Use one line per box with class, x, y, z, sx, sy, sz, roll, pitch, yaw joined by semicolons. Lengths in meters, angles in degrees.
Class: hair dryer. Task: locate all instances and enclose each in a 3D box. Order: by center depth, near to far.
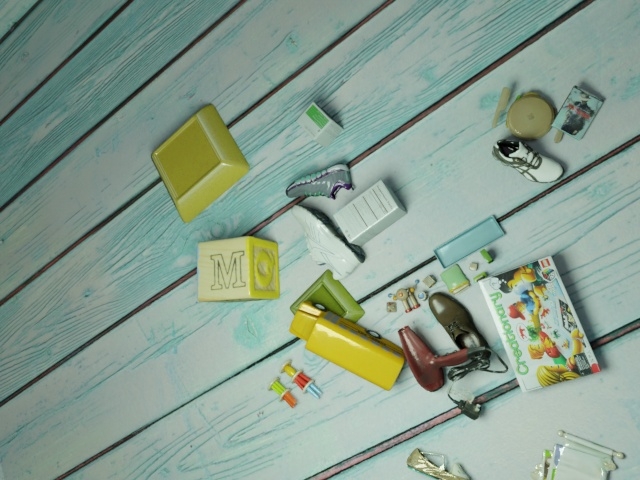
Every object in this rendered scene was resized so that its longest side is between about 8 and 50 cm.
hair dryer;0.334;0.319;1.366;0.293;0.080;0.224;27;118;23

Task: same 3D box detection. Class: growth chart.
growth chart;0.614;0.594;1.262;0.171;0.021;0.237;21;91;26

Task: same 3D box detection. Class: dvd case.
dvd case;0.681;-0.339;1.357;0.087;0.013;0.119;30;94;4

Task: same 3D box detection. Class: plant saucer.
plant saucer;0.416;0.007;1.440;0.192;0.018;0.067;-33;71;18
plant saucer;0.009;0.216;1.579;0.188;0.045;0.188;-46;67;12
plant saucer;-0.463;-0.288;1.849;0.332;0.081;0.333;-37;70;15

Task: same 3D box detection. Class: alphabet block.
alphabet block;-0.261;0.098;1.641;0.197;0.192;0.194;-7;81;25

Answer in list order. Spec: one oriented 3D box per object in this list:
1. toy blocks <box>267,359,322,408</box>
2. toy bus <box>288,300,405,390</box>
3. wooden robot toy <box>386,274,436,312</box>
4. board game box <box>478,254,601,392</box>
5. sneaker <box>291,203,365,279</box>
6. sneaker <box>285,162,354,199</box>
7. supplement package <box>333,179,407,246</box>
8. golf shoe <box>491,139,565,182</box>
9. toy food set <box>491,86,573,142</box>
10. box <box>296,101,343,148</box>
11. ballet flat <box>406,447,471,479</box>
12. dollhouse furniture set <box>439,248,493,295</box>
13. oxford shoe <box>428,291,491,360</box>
toy blocks;-0.077;0.462;1.577;0.148;0.054;0.123;36;97;24
toy bus;0.070;0.296;1.465;0.332;0.130;0.108;26;100;7
wooden robot toy;0.250;0.160;1.459;0.173;0.079;0.076;-31;71;18
board game box;0.555;0.213;1.313;0.192;0.053;0.305;-24;78;19
sneaker;0.000;0.000;1.585;0.297;0.111;0.129;47;109;24
sneaker;-0.006;-0.162;1.623;0.223;0.083;0.098;-22;79;19
supplement package;0.149;-0.079;1.525;0.179;0.105;0.105;-36;69;15
golf shoe;0.552;-0.214;1.370;0.198;0.094;0.077;27;93;24
toy food set;0.580;-0.341;1.411;0.192;0.038;0.133;19;96;15
box;-0.002;-0.369;1.639;0.087;0.102;0.101;-46;68;14
ballet flat;0.333;0.615;1.363;0.206;0.073;0.067;18;76;22
dollhouse furniture set;0.404;0.086;1.411;0.151;0.058;0.076;-35;69;16
oxford shoe;0.373;0.230;1.385;0.083;0.096;0.227;-45;66;14
